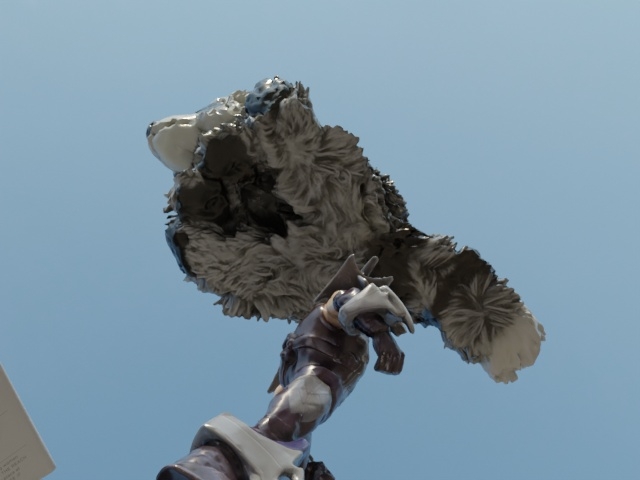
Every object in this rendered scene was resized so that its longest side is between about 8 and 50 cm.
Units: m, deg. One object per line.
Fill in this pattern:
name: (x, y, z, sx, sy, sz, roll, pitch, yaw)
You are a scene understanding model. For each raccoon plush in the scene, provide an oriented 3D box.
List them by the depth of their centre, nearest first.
raccoon plush: (0.000, 0.000, 0.946, 0.446, 0.299, 0.216, 43, -85, -9)

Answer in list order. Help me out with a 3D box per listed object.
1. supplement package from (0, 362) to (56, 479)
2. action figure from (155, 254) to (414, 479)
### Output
supplement package: (-0.366, 0.087, 0.651, 0.175, 0.177, 0.293, -34, -66, -33)
action figure: (-0.011, 0.122, 0.593, 0.099, 0.285, 0.185, 23, -58, 9)
